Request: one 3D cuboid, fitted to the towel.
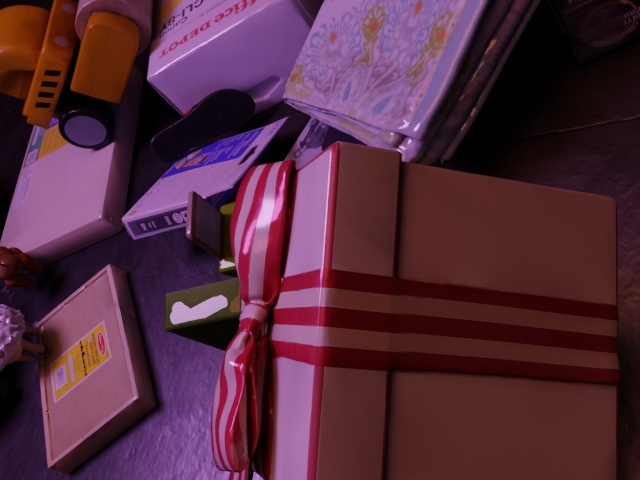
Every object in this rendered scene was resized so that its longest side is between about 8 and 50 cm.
[{"bbox_3d":[0.113,-0.293,0.776,0.320,0.090,0.374,38,102,52],"label":"towel"}]

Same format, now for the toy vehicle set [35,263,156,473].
[{"bbox_3d":[-0.338,0.177,0.944,0.166,0.035,0.267,-38,47,9],"label":"toy vehicle set"}]

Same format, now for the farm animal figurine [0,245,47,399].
[{"bbox_3d":[-0.611,0.150,1.032,0.330,0.172,0.326,-45,45,12],"label":"farm animal figurine"}]

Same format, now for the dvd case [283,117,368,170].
[{"bbox_3d":[0.016,-0.089,0.876,0.179,0.029,0.238,22,76,42],"label":"dvd case"}]

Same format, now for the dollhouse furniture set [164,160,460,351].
[{"bbox_3d":[0.000,0.000,0.712,0.302,0.151,0.197,-13,63,22],"label":"dollhouse furniture set"}]

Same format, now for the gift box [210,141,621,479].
[{"bbox_3d":[0.044,0.085,0.518,0.276,0.258,0.255,149,126,-66],"label":"gift box"}]

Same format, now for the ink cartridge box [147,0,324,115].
[{"bbox_3d":[-0.133,-0.408,1.102,0.279,0.160,0.384,-24,51,22],"label":"ink cartridge box"}]

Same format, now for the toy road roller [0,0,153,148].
[{"bbox_3d":[-0.441,-0.333,1.093,0.329,0.241,0.202,-49,38,41],"label":"toy road roller"}]

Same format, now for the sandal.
[{"bbox_3d":[-0.188,-0.186,1.018,0.179,0.067,0.040,-29,24,1],"label":"sandal"}]

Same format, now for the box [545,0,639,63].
[{"bbox_3d":[0.403,-0.438,0.791,0.318,0.097,0.394,-23,50,20],"label":"box"}]

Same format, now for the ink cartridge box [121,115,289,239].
[{"bbox_3d":[-0.156,-0.092,0.938,0.208,0.045,0.206,-12,30,32],"label":"ink cartridge box"}]

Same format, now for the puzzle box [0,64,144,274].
[{"bbox_3d":[-0.475,-0.146,1.245,0.272,0.052,0.408,-21,51,23],"label":"puzzle box"}]
